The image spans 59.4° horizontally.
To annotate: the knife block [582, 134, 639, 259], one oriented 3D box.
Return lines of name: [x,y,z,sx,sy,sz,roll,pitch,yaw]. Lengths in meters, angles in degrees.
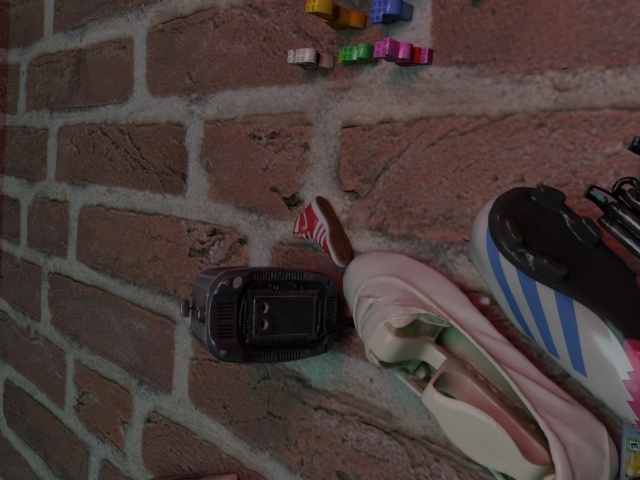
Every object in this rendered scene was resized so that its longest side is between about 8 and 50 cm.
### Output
knife block: [0.361,0.024,0.463,0.275,0.242,0.088,30,121,-9]

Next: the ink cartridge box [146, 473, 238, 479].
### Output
ink cartridge box: [-0.234,0.536,0.997,0.353,0.119,0.207,-23,74,43]

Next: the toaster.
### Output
toaster: [-0.079,0.098,0.800,0.146,0.227,0.129,3,92,61]

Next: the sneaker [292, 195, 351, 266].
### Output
sneaker: [0.000,0.000,0.821,0.067,0.042,0.118,-41,56,32]

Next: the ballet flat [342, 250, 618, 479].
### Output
ballet flat: [0.135,0.135,0.633,0.400,0.139,0.139,41,118,36]

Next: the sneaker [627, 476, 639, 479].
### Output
sneaker: [0.294,0.368,0.511,0.131,0.112,0.319,16,110,20]

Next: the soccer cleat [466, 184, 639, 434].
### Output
soccer cleat: [0.272,0.087,0.533,0.331,0.116,0.143,51,165,15]

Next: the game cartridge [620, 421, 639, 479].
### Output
game cartridge: [0.315,0.210,0.530,0.056,0.017,0.083,-1,83,50]

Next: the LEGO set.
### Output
LEGO set: [0.033,-0.284,0.752,0.227,0.093,0.087,13,99,43]
